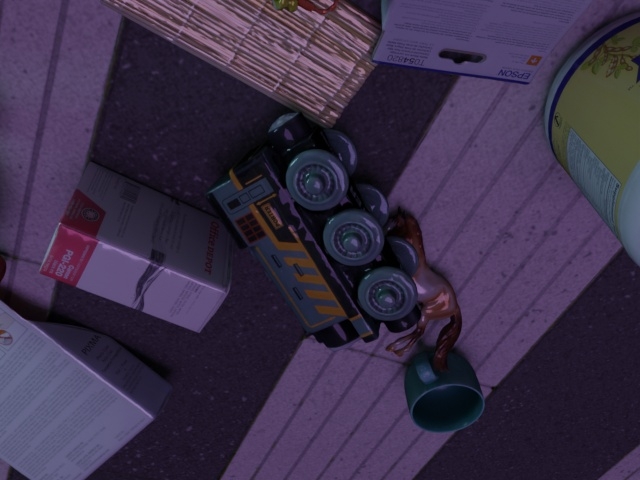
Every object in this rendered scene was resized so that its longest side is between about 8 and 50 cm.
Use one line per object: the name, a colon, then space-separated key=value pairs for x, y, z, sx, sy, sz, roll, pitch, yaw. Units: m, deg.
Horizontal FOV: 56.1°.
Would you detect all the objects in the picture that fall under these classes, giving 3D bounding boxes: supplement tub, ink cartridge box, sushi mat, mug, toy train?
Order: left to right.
ink cartridge box: x=-0.495 y=0.236 z=1.018 sx=0.385 sy=0.091 sz=0.308 roll=44 pitch=114 yaw=-11
ink cartridge box: x=-0.232 y=0.009 z=0.799 sx=0.218 sy=0.158 sz=0.092 roll=24 pitch=120 yaw=-20
sushi mat: x=-0.079 y=-0.260 z=0.700 sx=0.317 sy=0.019 sz=0.151 roll=26 pitch=121 yaw=-21
toy train: x=0.000 y=0.000 z=0.799 sx=0.190 sy=0.142 sz=0.334 roll=-25 pitch=109 yaw=21
mug: x=0.214 y=0.248 z=1.048 sx=0.130 sy=0.097 sz=0.157 roll=2 pitch=126 yaw=-5
ink cartridge box: x=0.188 y=-0.274 z=0.659 sx=0.223 sy=0.045 sz=0.224 roll=4 pitch=152 yaw=-14
supplement tub: x=0.418 y=-0.095 z=0.664 sx=0.241 sy=0.331 sz=0.241 roll=-2 pitch=126 yaw=-3

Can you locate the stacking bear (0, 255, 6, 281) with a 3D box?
stacking bear: x=-0.484 y=-0.059 z=0.740 sx=0.175 sy=0.164 sz=0.289 roll=16 pitch=119 yaw=-15

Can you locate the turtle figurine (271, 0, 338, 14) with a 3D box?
turtle figurine: x=-0.092 y=-0.349 z=0.590 sx=0.217 sy=0.087 sz=0.269 roll=-16 pitch=114 yaw=-9

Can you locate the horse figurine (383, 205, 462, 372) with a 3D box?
horse figurine: x=0.139 y=0.087 z=0.934 sx=0.174 sy=0.066 sz=0.263 roll=-43 pitch=110 yaw=7
